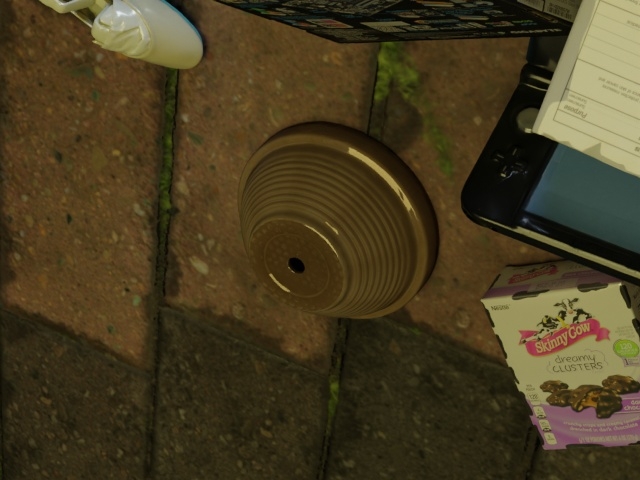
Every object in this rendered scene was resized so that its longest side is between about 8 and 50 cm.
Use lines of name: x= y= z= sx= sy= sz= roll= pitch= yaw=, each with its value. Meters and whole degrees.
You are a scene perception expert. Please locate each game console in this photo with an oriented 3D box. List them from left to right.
game console: x=0.299 y=-0.110 z=1.439 sx=0.293 sy=0.250 sz=0.173 roll=21 pitch=156 yaw=19

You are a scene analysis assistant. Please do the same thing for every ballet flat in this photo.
ballet flat: x=-0.243 y=-0.255 z=1.738 sx=0.248 sy=0.086 sz=0.086 roll=37 pitch=133 yaw=5

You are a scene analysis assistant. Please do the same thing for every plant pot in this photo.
plant pot: x=0.000 y=0.000 z=1.739 sx=0.237 sy=0.110 sz=0.237 roll=16 pitch=127 yaw=22

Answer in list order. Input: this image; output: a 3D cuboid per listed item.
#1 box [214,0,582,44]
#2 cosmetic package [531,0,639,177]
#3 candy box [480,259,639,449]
box: x=0.040 y=-0.236 z=1.407 sx=0.296 sy=0.293 sz=0.073 roll=4 pitch=85 yaw=40
cosmetic package: x=0.312 y=-0.207 z=1.329 sx=0.160 sy=0.113 sz=0.309 roll=26 pitch=111 yaw=16
candy box: x=0.280 y=0.116 z=1.665 sx=0.165 sy=0.070 sz=0.196 roll=-9 pitch=115 yaw=37
